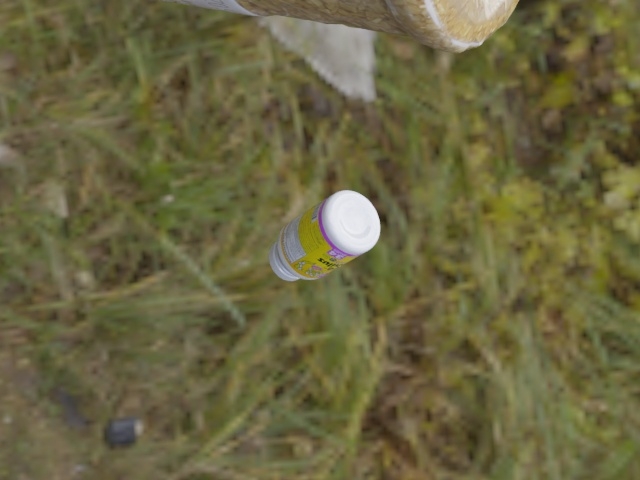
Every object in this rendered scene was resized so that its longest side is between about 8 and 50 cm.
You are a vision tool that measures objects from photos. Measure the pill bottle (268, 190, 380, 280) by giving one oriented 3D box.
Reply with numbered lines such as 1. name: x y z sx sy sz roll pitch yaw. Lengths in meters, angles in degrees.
1. pill bottle: 0.000 0.000 1.191 0.043 0.083 0.043 14 64 -30

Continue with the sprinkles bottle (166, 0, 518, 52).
1. sprinkles bottle: -0.089 -0.160 0.732 0.121 0.355 0.121 -32 128 -53
